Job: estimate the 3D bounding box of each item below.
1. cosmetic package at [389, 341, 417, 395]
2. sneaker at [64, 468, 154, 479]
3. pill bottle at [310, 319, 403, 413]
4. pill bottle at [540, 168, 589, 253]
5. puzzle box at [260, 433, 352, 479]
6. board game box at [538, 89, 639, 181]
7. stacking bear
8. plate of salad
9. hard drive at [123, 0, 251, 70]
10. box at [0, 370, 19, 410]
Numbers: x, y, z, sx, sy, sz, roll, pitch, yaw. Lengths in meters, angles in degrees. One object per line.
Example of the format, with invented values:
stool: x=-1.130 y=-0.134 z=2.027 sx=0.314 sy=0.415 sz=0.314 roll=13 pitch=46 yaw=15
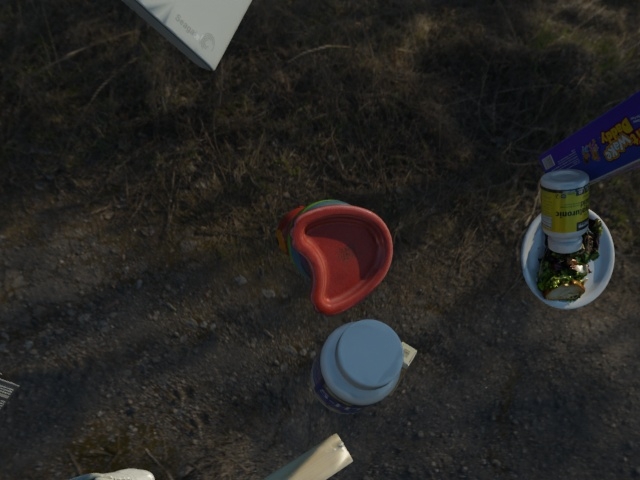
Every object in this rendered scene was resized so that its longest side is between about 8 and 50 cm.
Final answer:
cosmetic package: x=0.176 y=0.297 z=1.101 sx=0.041 sy=0.115 sz=0.060 roll=30 pitch=36 yaw=17
sneaker: x=-0.447 y=0.527 z=0.996 sx=0.232 sy=0.115 sz=0.091 roll=11 pitch=53 yaw=-44
pill bottle: x=0.050 y=0.177 z=0.669 sx=0.111 sy=0.187 sz=0.112 roll=3 pitch=64 yaw=-6
pill bottle: x=0.366 y=-0.043 z=0.715 sx=0.065 sy=0.117 sz=0.065 roll=-12 pitch=25 yaw=6
puzzle box: x=-0.125 y=0.477 z=0.840 sx=0.272 sy=0.409 sz=0.052 roll=-19 pitch=63 yaw=-32
board game box: x=0.500 y=-0.173 z=0.653 sx=0.233 sy=0.347 sz=0.078 roll=-20 pitch=83 yaw=-5
stacking bear: x=0.000 y=0.000 z=0.887 sx=0.164 sy=0.289 sz=0.176 roll=-21 pitch=105 yaw=-14
plate of salad: x=0.469 y=0.030 z=0.890 sx=0.199 sy=0.048 sz=0.200 roll=0 pitch=90 yaw=-10
hard drive: x=-0.122 y=-0.387 z=0.549 sx=0.040 sy=0.203 sz=0.308 roll=27 pitch=89 yaw=30
box: x=-0.808 y=0.357 z=1.082 sx=0.155 sy=0.093 sz=0.158 roll=18 pitch=65 yaw=30
